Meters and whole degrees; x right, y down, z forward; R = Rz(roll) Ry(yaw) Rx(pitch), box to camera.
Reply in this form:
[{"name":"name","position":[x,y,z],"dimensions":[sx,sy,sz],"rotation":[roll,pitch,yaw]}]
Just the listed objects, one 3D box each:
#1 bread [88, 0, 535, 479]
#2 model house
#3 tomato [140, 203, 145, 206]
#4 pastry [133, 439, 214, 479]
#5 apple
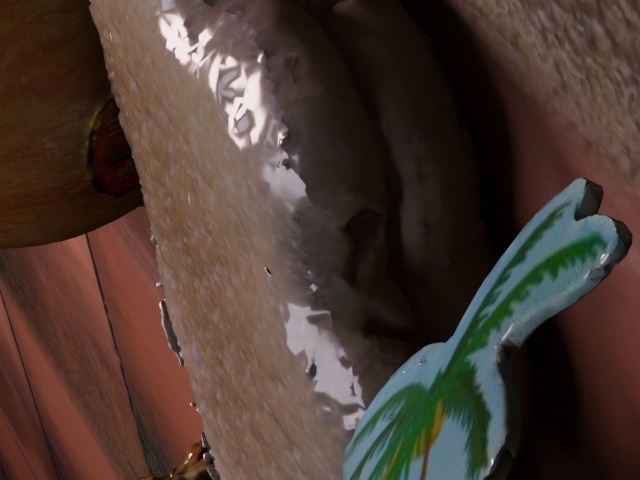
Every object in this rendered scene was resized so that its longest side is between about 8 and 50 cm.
[{"name":"bread","position":[0.004,-0.002,0.759],"dimensions":[0.183,0.102,0.337],"rotation":[22,131,63]},{"name":"model house","position":[0.109,0.181,0.601],"dimensions":[0.340,0.300,0.324],"rotation":[-61,13,20]},{"name":"tomato","position":[-0.156,-0.115,1.106],"dimensions":[0.199,0.112,0.228],"rotation":[-145,38,-65]},{"name":"pastry","position":[-0.015,0.223,0.993],"dimensions":[0.275,0.192,0.275],"rotation":[34,-130,-55]},{"name":"apple","position":[-0.138,-0.103,0.901],"dimensions":[0.211,0.188,0.211],"rotation":[48,158,26]}]
